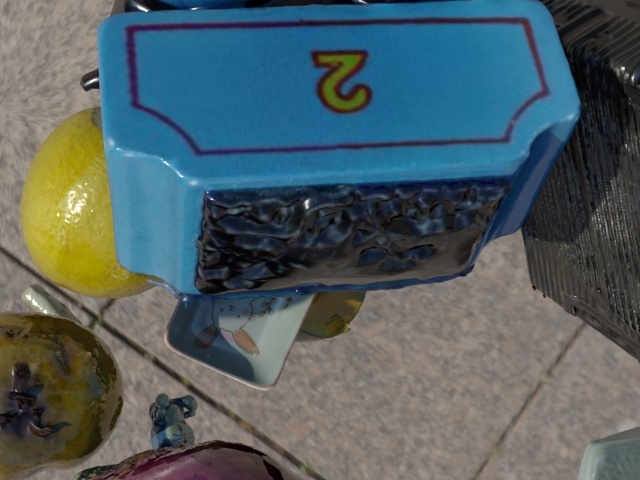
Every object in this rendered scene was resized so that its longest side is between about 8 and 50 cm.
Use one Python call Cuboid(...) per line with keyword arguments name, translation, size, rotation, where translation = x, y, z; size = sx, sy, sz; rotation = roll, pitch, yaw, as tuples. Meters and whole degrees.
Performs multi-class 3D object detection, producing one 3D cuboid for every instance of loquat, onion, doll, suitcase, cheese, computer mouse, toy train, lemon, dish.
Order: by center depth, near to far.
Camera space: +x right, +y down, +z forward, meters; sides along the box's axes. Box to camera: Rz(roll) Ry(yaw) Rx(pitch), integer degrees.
Cuboid(name="toy train", translation=(-0.008, -0.099, 0.697), size=(0.300, 0.188, 0.265), rotation=(-5, 61, -10))
Cuboid(name="onion", translation=(-0.087, 0.225, 0.759), size=(0.200, 0.200, 0.207), rotation=(-39, 146, -9))
Cuboid(name="suitcase", translation=(0.266, -0.064, 0.833), size=(0.152, 0.229, 0.335), rotation=(-31, 128, -14))
Cuboid(name="computer mouse", translation=(0.376, 0.269, 1.167), size=(0.231, 0.079, 0.128), rotation=(-2, 87, -22))
Cuboid(name="loquat", translation=(-0.336, 0.186, 1.225), size=(0.213, 0.213, 0.213), rotation=(-2, 97, -17))
Cuboid(name="dish", translation=(-0.089, 0.062, 1.298), size=(0.151, 0.077, 0.212), rotation=(26, 81, -10))
Cuboid(name="doll", translation=(-0.186, 0.237, 1.327), size=(0.076, 0.050, 0.083), rotation=(8, 67, -52))
Cuboid(name="lemon", translation=(-0.266, -0.034, 1.333), size=(0.240, 0.240, 0.219), rotation=(32, 103, -18))
Cuboid(name="cheese", translation=(-0.462, 0.152, 1.908), size=(0.194, 0.065, 0.043), rotation=(42, 102, 6))

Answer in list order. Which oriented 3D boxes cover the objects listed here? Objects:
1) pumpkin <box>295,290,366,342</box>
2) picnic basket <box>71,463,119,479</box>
Cuboid(name="pumpkin", translation=(0.000, 0.000, 1.578), size=(0.222, 0.139, 0.317), rotation=(25, 79, -36))
Cuboid(name="picnic basket", translation=(-0.176, 0.330, 1.172), size=(0.134, 0.196, 0.154), rotation=(10, 83, -56))
